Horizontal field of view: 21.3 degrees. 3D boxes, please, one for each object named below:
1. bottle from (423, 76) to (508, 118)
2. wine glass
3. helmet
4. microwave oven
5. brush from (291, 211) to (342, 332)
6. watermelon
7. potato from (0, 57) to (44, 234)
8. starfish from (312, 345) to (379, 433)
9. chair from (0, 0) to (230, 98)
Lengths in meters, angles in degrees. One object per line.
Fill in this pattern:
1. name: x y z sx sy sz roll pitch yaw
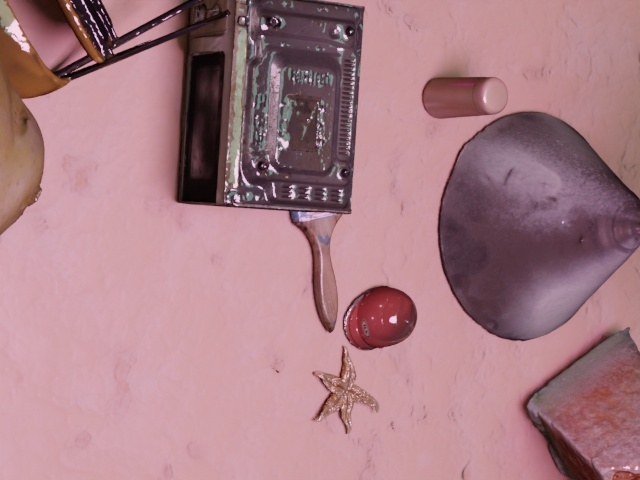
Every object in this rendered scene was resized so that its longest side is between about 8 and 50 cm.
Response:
1. bottle: 0.156 -0.153 1.820 0.045 0.096 0.045 -3 94 -38
2. wine glass: 0.347 -0.018 1.781 0.267 0.406 0.267 0 90 -35
3. helmet: 0.071 0.084 1.796 0.084 0.049 0.065 -29 110 -33
4. microwave oven: -0.045 -0.131 1.641 0.163 0.129 0.205 2 91 -26
5. brush: 0.000 0.000 1.760 0.070 0.021 0.196 -12 101 -36
6. watermelon: 0.358 0.272 1.938 0.151 0.302 0.264 -26 113 7
7. potato: -0.373 -0.114 1.346 0.243 0.221 0.326 -31 115 -15
8. starfish: 0.028 0.158 1.789 0.092 0.016 0.086 25 79 -29
9. chair: -0.219 -0.229 1.507 0.247 0.172 0.158 -23 112 11
